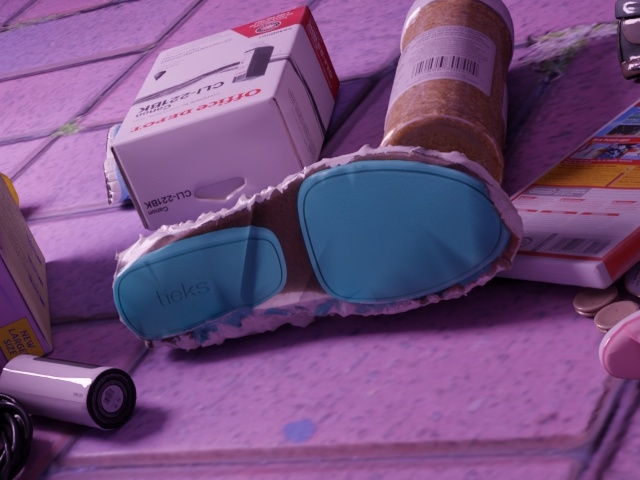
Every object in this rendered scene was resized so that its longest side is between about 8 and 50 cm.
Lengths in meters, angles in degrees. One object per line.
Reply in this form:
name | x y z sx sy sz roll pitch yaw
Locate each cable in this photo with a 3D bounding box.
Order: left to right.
cable | -0.330 0.190 1.454 0.150 0.047 0.184 -38 28 -30

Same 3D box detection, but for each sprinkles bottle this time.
sprinkles bottle | 0.128 -0.144 1.649 0.121 0.121 0.355 -16 25 16

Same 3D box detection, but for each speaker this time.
speaker | -0.226 0.134 1.470 0.136 0.055 0.055 3 35 46

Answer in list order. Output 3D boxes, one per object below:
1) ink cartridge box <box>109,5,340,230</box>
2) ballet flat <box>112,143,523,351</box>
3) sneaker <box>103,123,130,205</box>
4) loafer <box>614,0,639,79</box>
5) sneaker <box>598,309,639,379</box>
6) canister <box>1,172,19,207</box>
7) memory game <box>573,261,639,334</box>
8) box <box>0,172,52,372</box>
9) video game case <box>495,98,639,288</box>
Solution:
ink cartridge box | -0.100 -0.140 1.850 0.197 0.114 0.273 -16 26 15
ballet flat | 0.000 0.000 1.458 0.409 0.147 0.147 -11 26 29
sneaker | -0.212 -0.088 1.934 0.073 0.063 0.162 -5 29 -2
loafer | 0.403 -0.192 1.584 0.267 0.084 0.096 7 7 43
sneaker | 0.262 0.075 1.159 0.134 0.051 0.070 -14 20 10
canister | -0.462 -0.031 1.998 0.170 0.073 0.126 -2 32 37
memory game | 0.287 0.023 1.296 0.186 0.012 0.186 -19 25 9
box | -0.372 0.000 1.681 0.117 0.213 0.243 -24 24 -2
video game case | 0.265 -0.050 1.429 0.285 0.025 0.204 -36 21 -26
